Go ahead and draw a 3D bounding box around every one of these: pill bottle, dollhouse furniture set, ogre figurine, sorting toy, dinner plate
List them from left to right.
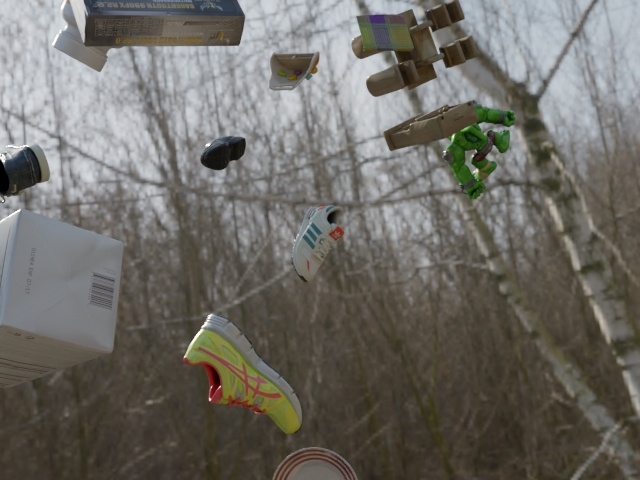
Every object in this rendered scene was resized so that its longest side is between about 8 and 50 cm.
[{"bbox_3d":[-0.404,-0.449,1.734,0.136,0.245,0.136,29,2,-1],"label":"pill bottle"},{"bbox_3d":[-0.047,-0.266,1.477,0.083,0.075,0.045,5,-44,27],"label":"sorting toy"},{"bbox_3d":[-0.007,0.386,1.401,0.141,0.141,0.017,-10,-9,11],"label":"dinner plate"},{"bbox_3d":[0.176,-0.311,1.757,0.212,0.242,0.161,-28,12,-32],"label":"dollhouse furniture set"},{"bbox_3d":[0.314,-0.196,1.842,0.118,0.197,0.097,34,6,-29],"label":"ogre figurine"}]

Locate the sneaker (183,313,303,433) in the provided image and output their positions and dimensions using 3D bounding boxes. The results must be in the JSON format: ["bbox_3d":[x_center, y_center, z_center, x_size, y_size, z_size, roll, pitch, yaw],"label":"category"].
[{"bbox_3d":[-0.112,0.205,1.287,0.094,0.208,0.081,-47,11,-26],"label":"sneaker"}]

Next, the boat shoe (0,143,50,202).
[{"bbox_3d":[-0.548,-0.114,1.595,0.079,0.095,0.254,-20,14,-34],"label":"boat shoe"}]

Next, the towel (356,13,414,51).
[{"bbox_3d":[0.093,-0.298,1.322,0.083,0.060,0.009,-6,-16,-24],"label":"towel"}]

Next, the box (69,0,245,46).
[{"bbox_3d":[-0.246,-0.359,1.346,0.231,0.183,0.056,-6,-40,-25],"label":"box"}]

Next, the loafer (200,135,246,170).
[{"bbox_3d":[-0.225,-0.193,2.010,0.061,0.062,0.170,14,19,17],"label":"loafer"}]

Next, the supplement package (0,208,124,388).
[{"bbox_3d":[-0.357,0.077,1.067,0.134,0.139,0.244,22,-31,-40],"label":"supplement package"}]

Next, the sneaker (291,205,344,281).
[{"bbox_3d":[0.000,0.000,1.669,0.075,0.161,0.057,-12,-43,33],"label":"sneaker"}]
